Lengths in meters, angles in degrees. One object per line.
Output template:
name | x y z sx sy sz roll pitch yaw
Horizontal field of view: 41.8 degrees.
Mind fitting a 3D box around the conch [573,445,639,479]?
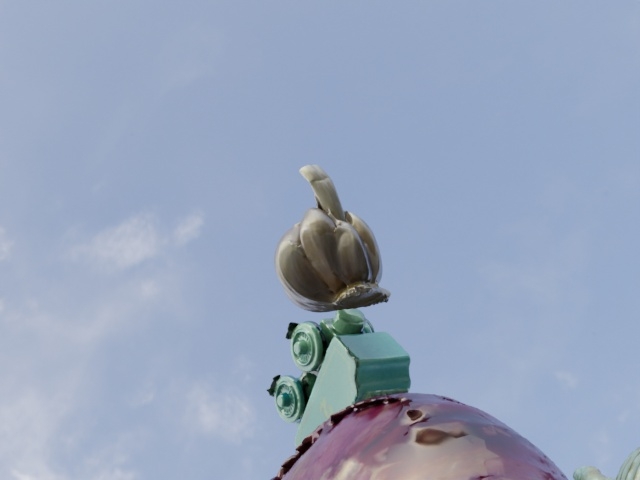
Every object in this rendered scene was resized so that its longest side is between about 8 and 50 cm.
conch | 0.216 0.178 0.483 0.102 0.153 0.135 -1 -94 1

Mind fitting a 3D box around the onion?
onion | 0.078 0.317 0.696 0.358 0.358 0.345 -42 -46 -5

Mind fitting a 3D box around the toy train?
toy train | 0.026 0.194 1.083 0.112 0.163 0.203 -2 -59 -35

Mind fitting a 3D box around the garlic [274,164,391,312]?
garlic | 0.000 0.000 1.025 0.127 0.131 0.194 -24 -100 33
